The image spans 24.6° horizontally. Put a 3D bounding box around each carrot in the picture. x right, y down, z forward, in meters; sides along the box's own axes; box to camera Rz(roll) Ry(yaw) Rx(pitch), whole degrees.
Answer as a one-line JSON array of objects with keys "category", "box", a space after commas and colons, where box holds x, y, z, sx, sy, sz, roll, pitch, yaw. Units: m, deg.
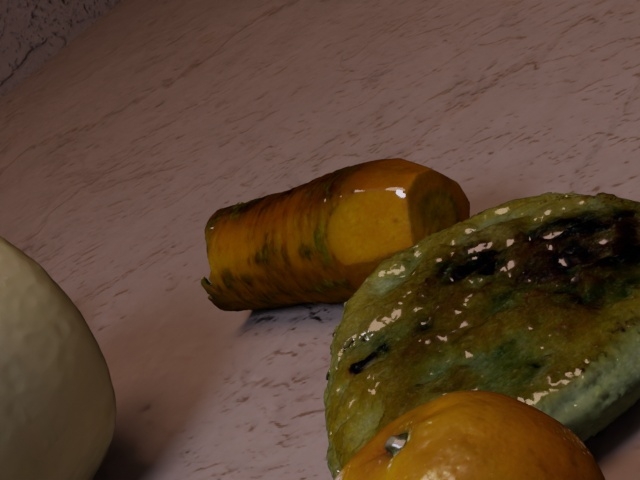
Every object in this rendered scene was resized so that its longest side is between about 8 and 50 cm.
[{"category": "carrot", "box": [0.000, 0.000, 1.245, 0.302, 0.114, 0.114, -12, 29, 52]}]

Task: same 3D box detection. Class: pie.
[{"category": "pie", "box": [0.125, 0.057, 0.968, 0.323, 0.070, 0.323, -29, 20, 11]}]

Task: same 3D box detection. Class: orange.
[{"category": "orange", "box": [0.070, 0.148, 0.754, 0.156, 0.124, 0.156, -27, 21, 11]}]

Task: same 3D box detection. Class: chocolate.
[{"category": "chocolate", "box": [-0.308, 0.146, 1.176, 0.314, 0.326, 0.297, -17, 9, 47]}]
